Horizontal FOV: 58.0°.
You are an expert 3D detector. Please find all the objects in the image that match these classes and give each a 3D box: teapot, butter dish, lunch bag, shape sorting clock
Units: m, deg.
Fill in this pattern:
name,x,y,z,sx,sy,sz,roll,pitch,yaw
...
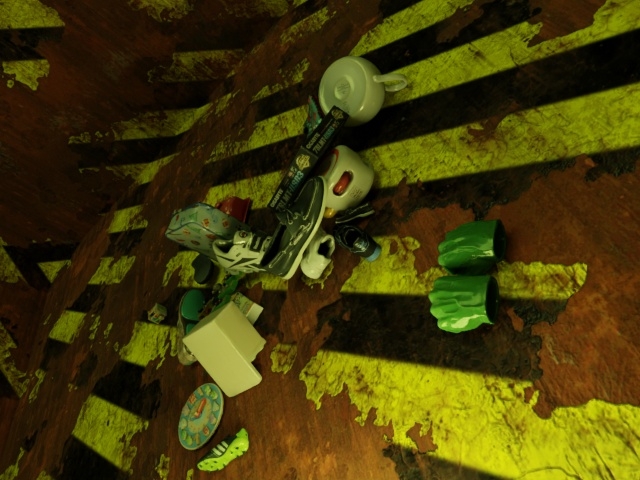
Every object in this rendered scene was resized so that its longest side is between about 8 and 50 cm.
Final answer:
name,x,y,z,sx,sy,sz,roll,pitch,yaw
teapot,0.135,-0.508,1.998,0.256,0.187,0.252,42,116,32
butter dish,-0.378,-0.116,2.343,0.160,0.118,0.160,-24,42,37
lunch bag,-0.407,-0.024,2.121,0.243,0.303,0.114,-18,50,44
shape sorting clock,-0.376,0.544,1.795,0.206,0.040,0.206,-33,38,30

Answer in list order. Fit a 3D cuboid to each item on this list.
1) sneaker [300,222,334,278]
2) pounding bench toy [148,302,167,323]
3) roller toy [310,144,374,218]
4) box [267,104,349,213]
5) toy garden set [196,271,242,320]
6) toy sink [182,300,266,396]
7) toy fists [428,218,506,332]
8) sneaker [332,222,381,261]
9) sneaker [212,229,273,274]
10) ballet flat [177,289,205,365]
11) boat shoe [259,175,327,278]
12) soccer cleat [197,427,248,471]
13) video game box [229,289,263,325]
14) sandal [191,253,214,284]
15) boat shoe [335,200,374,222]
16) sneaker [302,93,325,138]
name,x,y,z,sx,sy,sz,roll,pitch,yaw
sneaker,0.000,0.000,1.769,0.115,0.090,0.232,-39,44,36
pounding bench toy,-0.676,0.314,2.388,0.065,0.052,0.083,-46,33,14
roller toy,0.069,-0.182,1.799,0.191,0.146,0.209,-30,35,50
box,-0.039,-0.261,1.901,0.295,0.073,0.293,-55,3,45
toy garden set,-0.357,0.168,2.067,0.204,0.049,0.244,-40,23,43
toy sink,-0.270,0.327,1.753,0.153,0.234,0.131,-33,8,32
toy fists,0.325,0.076,1.279,0.142,0.096,0.279,-8,52,37
sneaker,0.085,-0.015,1.674,0.081,0.090,0.232,-56,32,-2
sneaker,-0.218,0.028,1.927,0.331,0.146,0.122,-11,41,23
ballet flat,-0.479,0.316,2.091,0.106,0.108,0.316,-51,29,31
boat shoe,-0.089,-0.045,1.719,0.340,0.113,0.127,-63,31,22
soccer cleat,-0.268,0.586,1.609,0.179,0.060,0.072,-33,27,19
video game box,-0.298,0.279,1.938,0.187,0.048,0.205,21,77,55
sandal,-0.460,0.113,2.309,0.097,0.054,0.254,-45,23,1
boat shoe,0.099,-0.084,1.734,0.125,0.038,0.046,-17,13,23
sneaker,-0.030,-0.469,2.238,0.125,0.104,0.261,-41,34,23
